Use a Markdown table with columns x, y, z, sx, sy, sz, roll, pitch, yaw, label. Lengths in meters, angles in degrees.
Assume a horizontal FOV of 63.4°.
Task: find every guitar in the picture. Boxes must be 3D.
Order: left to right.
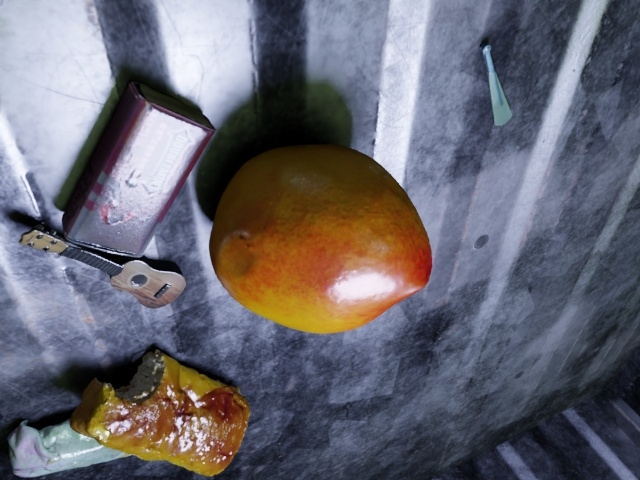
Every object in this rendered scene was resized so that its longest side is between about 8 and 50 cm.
| x | y | z | sx | sy | sz | roll | pitch | yaw | label |
| --- | --- | --- | --- | --- | --- | --- | --- | --- | --- |
| -0.323 | 0.035 | 0.783 | 0.084 | 0.038 | 0.271 | -45 | 140 | 9 | guitar |

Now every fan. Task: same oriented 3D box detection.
| x | y | z | sx | sy | sz | roll | pitch | yaw | label |
| --- | --- | --- | --- | --- | --- | --- | --- | --- | --- |
| 0.314 | -0.277 | 0.934 | 0.038 | 0.016 | 0.193 | -37 | 138 | 4 | fan |

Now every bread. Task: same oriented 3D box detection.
| x | y | z | sx | sy | sz | roll | pitch | yaw | label |
| --- | --- | --- | --- | --- | --- | --- | --- | --- | --- |
| -0.278 | 0.327 | 0.991 | 0.380 | 0.109 | 0.185 | 47 | 60 | -47 | bread |

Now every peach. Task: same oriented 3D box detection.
| x | y | z | sx | sy | sz | roll | pitch | yaw | label |
| --- | --- | --- | --- | --- | --- | --- | --- | --- | --- |
| -0.003 | -0.001 | 0.766 | 0.288 | 0.307 | 0.289 | -15 | 118 | -31 | peach |

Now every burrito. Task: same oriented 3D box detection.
| x | y | z | sx | sy | sz | roll | pitch | yaw | label |
| --- | --- | --- | --- | --- | --- | --- | --- | --- | --- |
| -0.453 | 0.381 | 0.978 | 0.228 | 0.089 | 0.144 | -8 | 127 | -31 | burrito |

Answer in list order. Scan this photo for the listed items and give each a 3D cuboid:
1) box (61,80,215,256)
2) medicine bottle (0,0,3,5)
| x | y | z | sx | sy | sz | roll | pitch | yaw | label |
| --- | --- | --- | --- | --- | --- | --- | --- | --- | --- |
| -0.248 | -0.089 | 0.702 | 0.120 | 0.069 | 0.224 | 20 | 113 | -42 | box |
| -0.405 | -0.266 | 0.455 | 0.220 | 0.061 | 0.092 | 1 | 151 | -33 | medicine bottle |
